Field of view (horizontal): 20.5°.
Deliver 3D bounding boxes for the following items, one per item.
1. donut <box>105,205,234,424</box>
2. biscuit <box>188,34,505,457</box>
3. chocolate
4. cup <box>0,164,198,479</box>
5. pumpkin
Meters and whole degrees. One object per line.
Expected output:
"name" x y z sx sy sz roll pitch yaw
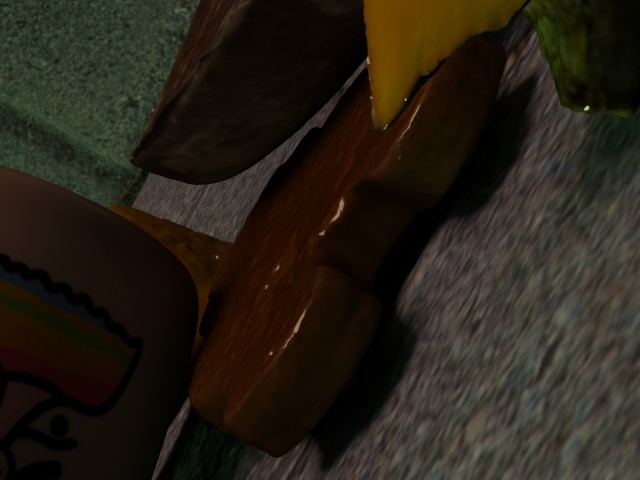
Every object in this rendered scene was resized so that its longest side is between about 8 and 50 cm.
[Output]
"donut" -0.143 0.101 1.054 0.277 0.108 0.277 -59 10 17
"biscuit" 0.003 0.002 0.756 0.186 0.044 0.295 -58 8 -2
"chocolate" -0.003 -0.115 0.830 0.254 0.080 0.157 -47 18 55
"cup" -0.193 0.066 0.834 0.191 0.253 0.200 -19 48 64
"pumpkin" 0.082 -0.138 0.547 0.131 0.126 0.248 -39 42 48
